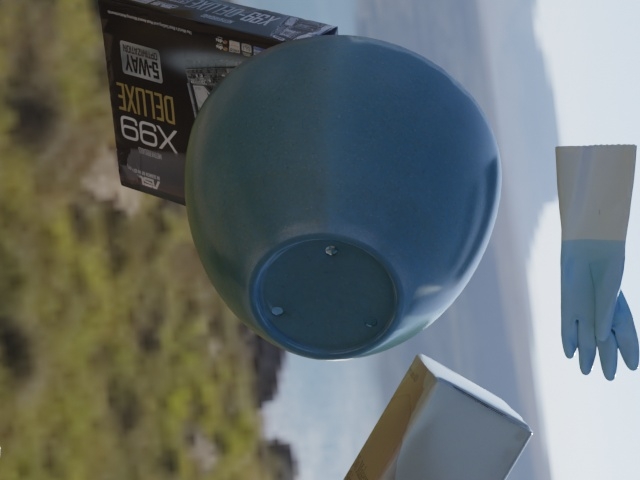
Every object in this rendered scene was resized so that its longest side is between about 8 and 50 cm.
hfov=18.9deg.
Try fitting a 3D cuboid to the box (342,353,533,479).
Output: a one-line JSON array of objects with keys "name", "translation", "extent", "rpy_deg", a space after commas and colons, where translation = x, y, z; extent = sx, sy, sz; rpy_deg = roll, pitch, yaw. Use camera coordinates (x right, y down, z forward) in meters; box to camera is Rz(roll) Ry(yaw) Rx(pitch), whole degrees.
[{"name": "box", "translation": [0.084, 0.288, 2.015], "extent": [0.311, 0.121, 0.148], "rpy_deg": [-60, -172, 2]}]

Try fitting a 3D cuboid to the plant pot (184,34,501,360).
[{"name": "plant pot", "translation": [0.013, -0.006, 1.687], "extent": [0.195, 0.290, 0.290], "rpy_deg": [-81, 164, -55]}]

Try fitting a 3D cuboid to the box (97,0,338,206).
[{"name": "box", "translation": [-0.111, -0.149, 2.186], "extent": [0.076, 0.307, 0.242], "rpy_deg": [-30, 127, -42]}]

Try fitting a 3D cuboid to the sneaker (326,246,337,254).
[{"name": "sneaker", "translation": [0.000, 0.000, 1.978], "extent": [0.191, 0.083, 0.071], "rpy_deg": [56, 41, 1]}]

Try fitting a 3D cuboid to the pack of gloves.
[{"name": "pack of gloves", "translation": [0.314, 0.024, 1.812], "extent": [0.046, 0.195, 0.232], "rpy_deg": [-11, 100, -65]}]
